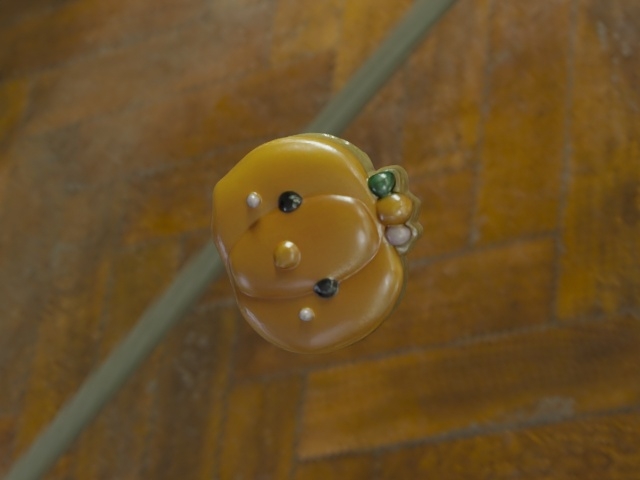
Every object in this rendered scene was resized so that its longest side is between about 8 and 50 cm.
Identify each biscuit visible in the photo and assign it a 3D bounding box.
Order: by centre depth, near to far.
[{"bbox_3d":[-0.001,0.001,1.499,0.170,0.050,0.170,3,100,15],"label":"biscuit"}]
